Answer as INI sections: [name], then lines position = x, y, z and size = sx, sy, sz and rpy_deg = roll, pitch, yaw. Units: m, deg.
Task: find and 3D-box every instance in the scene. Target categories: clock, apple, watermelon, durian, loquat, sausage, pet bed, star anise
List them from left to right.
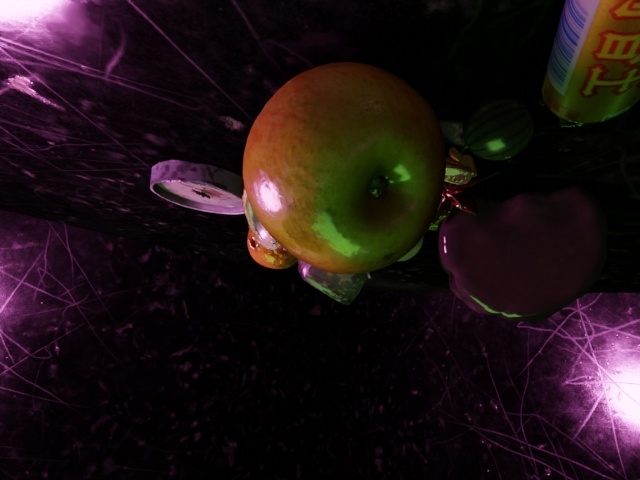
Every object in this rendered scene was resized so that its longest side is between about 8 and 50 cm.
[clock]
position = -0.364, -0.158, 1.316
size = 0.325, 0.067, 0.325
rpy_deg = 7, 168, 2
[loquat]
position = -0.148, -0.006, 1.496
size = 0.193, 0.238, 0.238
rpy_deg = 5, 168, 38
[durian]
position = -0.109, -0.094, 1.150
size = 0.163, 0.198, 0.394
rpy_deg = 18, 161, -35
[pet bed]
position = 0.043, 0.041, 1.135
size = 0.183, 0.159, 0.211
rpy_deg = 32, -167, -11
[apple]
position = 0.042, -0.115, 0.688
size = 0.340, 0.339, 0.339
rpy_deg = 7, 167, 2
[star anise]
position = 0.324, -0.118, 0.986
size = 0.144, 0.158, 0.141
rpy_deg = -14, -174, -40
[watermelon]
position = 0.289, -0.183, 0.713
size = 0.133, 0.105, 0.105
rpy_deg = -27, 149, 34
[sausage]
position = 0.317, -0.245, 0.421
size = 0.125, 0.117, 0.317
rpy_deg = -30, 158, 8

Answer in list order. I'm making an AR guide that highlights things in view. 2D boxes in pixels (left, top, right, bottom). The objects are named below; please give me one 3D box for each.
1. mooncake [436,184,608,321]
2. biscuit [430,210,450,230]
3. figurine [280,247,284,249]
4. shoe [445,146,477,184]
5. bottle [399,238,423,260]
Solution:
[mooncake]
position = 0.486, 0.027, 1.071
size = 0.381, 0.350, 0.212
rpy_deg = 15, 178, 11
[biscuit]
position = 0.424, -0.059, 1.365
size = 0.255, 0.029, 0.172
rpy_deg = 5, 168, 13
[figurine]
position = 0.000, 0.000, 1.343
size = 0.288, 0.176, 0.186
rpy_deg = 17, 178, 3
[shoe]
position = 0.281, -0.165, 0.907
size = 0.109, 0.069, 0.072
rpy_deg = -4, 141, 12
[bottle]
position = 0.175, -0.024, 1.152
size = 0.148, 0.147, 0.237
rpy_deg = -1, 172, 35
